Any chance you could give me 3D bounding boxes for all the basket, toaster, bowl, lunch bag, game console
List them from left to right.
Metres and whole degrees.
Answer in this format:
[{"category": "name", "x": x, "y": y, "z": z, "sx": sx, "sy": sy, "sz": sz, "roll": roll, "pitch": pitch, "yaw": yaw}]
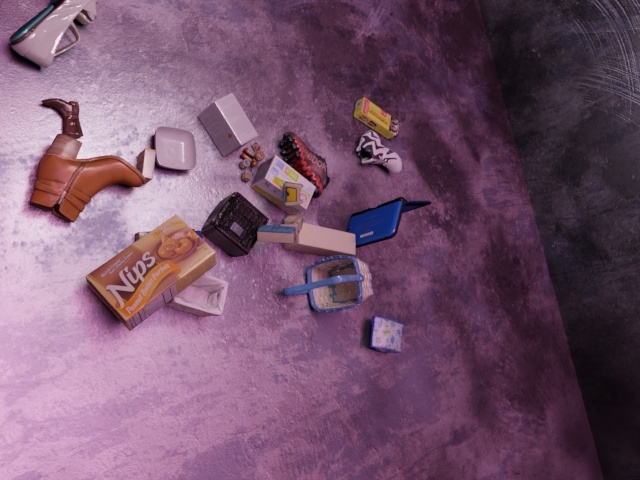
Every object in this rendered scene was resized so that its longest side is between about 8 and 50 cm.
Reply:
[{"category": "bowl", "x": -0.481, "y": -0.295, "z": 1.748, "sx": 0.142, "sy": 0.053, "sz": 0.142, "roll": 3, "pitch": 76, "yaw": -38}, {"category": "basket", "x": -0.392, "y": 0.167, "z": 1.663, "sx": 0.167, "sy": 0.103, "sz": 0.113, "roll": 24, "pitch": 64, "yaw": -33}, {"category": "toaster", "x": -0.292, "y": -0.056, "z": 1.797, "sx": 0.186, "sy": 0.110, "sz": 0.168, "roll": 42, "pitch": 55, "yaw": -23}, {"category": "basket", "x": 0.039, "y": 0.159, "z": 1.923, "sx": 0.289, "sy": 0.255, "sz": 0.201, "roll": -4, "pitch": 82, "yaw": -58}, {"category": "lunch bag", "x": 0.253, "y": 0.378, "z": 2.129, "sx": 0.151, "sy": 0.096, "sz": 0.128, "roll": 25, "pitch": 63, "yaw": -42}, {"category": "game console", "x": 0.266, "y": -0.060, "z": 2.128, "sx": 0.173, "sy": 0.293, "sz": 0.250, "roll": 33, "pitch": 60, "yaw": -28}]

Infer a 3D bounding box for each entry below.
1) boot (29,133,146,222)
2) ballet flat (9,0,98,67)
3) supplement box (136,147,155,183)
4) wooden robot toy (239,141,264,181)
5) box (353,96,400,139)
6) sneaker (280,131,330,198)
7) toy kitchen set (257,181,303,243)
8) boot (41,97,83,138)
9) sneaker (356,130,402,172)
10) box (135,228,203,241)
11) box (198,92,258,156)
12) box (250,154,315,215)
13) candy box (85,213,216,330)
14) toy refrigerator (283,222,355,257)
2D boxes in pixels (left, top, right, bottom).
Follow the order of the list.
[{"category": "boot", "x": -0.664, "y": -0.152, "z": 1.530, "sx": 0.283, "sy": 0.109, "sz": 0.220, "roll": 27, "pitch": 66, "yaw": -37}, {"category": "ballet flat", "x": -0.759, "y": -0.672, "z": 1.595, "sx": 0.139, "sy": 0.139, "sz": 0.400, "roll": 38, "pitch": 62, "yaw": -25}, {"category": "supplement box", "x": -0.549, "y": -0.233, "z": 1.670, "sx": 0.036, "sy": 0.062, "sz": 0.098, "roll": 13, "pitch": 70, "yaw": -37}, {"category": "wooden robot toy", "x": -0.240, "y": -0.300, "z": 1.926, "sx": 0.076, "sy": 0.079, "sz": 0.173, "roll": 36, "pitch": 58, "yaw": -26}, {"category": "box", "x": 0.257, "y": -0.548, "z": 2.405, "sx": 0.232, "sy": 0.058, "sz": 0.087, "roll": 26, "pitch": 64, "yaw": -31}, {"category": "sneaker", "x": -0.052, "y": -0.306, "z": 2.067, "sx": 0.135, "sy": 0.098, "sz": 0.276, "roll": -40, "pitch": 106, "yaw": -38}, {"category": "toy kitchen set", "x": -0.134, "y": -0.101, "z": 1.810, "sx": 0.207, "sy": 0.122, "sz": 0.166, "roll": -68, "pitch": 160, "yaw": -71}, {"category": "boot", "x": -0.755, "y": -0.354, "z": 1.558, "sx": 0.106, "sy": 0.037, "sz": 0.114, "roll": -4, "pitch": 85, "yaw": -37}, {"category": "sneaker", "x": 0.247, "y": -0.352, "z": 2.323, "sx": 0.235, "sy": 0.094, "sz": 0.153, "roll": 48, "pitch": 55, "yaw": -18}, {"category": "box", "x": -0.463, "y": 0.034, "z": 1.686, "sx": 0.225, "sy": 0.036, "sz": 0.136, "roll": -5, "pitch": 82, "yaw": -41}, {"category": "box", "x": -0.322, "y": -0.400, "z": 1.853, "sx": 0.091, "sy": 0.130, "sz": 0.170, "roll": -41, "pitch": 105, "yaw": -39}, {"category": "box", "x": -0.135, "y": -0.199, "z": 1.966, "sx": 0.203, "sy": 0.103, "sz": 0.114, "roll": 36, "pitch": 58, "yaw": -26}, {"category": "candy box", "x": -0.481, "y": 0.086, "z": 1.537, "sx": 0.183, "sy": 0.087, "sz": 0.316, "roll": 41, "pitch": 63, "yaw": 16}, {"category": "toy refrigerator", "x": 0.000, "y": 0.000, "z": 2.024, "sx": 0.270, "sy": 0.102, "sz": 0.094, "roll": 11, "pitch": 72, "yaw": -36}]
